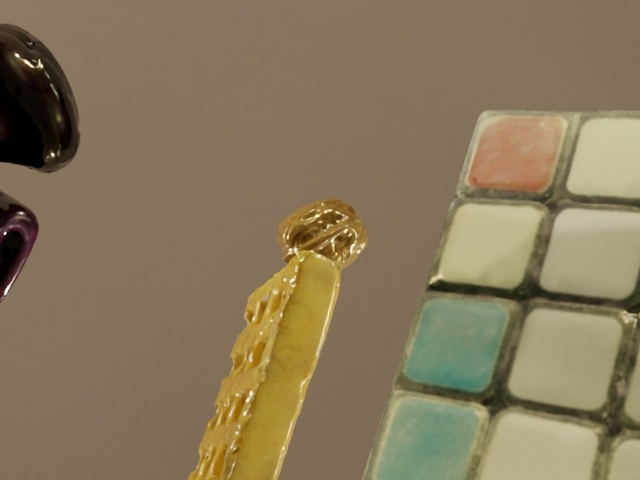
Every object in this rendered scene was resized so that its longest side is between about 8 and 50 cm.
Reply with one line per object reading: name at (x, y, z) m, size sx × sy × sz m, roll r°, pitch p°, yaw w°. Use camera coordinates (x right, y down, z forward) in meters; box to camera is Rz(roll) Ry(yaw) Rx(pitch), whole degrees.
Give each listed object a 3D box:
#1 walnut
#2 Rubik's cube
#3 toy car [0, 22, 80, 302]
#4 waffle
walnut at (0.000, 0.000, 0.976) m, size 0.096 × 0.082 × 0.079 m, roll -28°, pitch -86°, yaw -28°
Rubik's cube at (0.214, 0.093, 0.554) m, size 0.259 × 0.256 × 0.253 m, roll 3°, pitch -26°, yaw 35°
toy car at (-0.293, -0.087, 0.444) m, size 0.271 × 0.240 × 0.340 m, roll -31°, pitch -51°, yaw -30°
waffle at (-0.060, 0.145, 0.924) m, size 0.055 × 0.221 × 0.247 m, roll 22°, pitch -108°, yaw -10°
